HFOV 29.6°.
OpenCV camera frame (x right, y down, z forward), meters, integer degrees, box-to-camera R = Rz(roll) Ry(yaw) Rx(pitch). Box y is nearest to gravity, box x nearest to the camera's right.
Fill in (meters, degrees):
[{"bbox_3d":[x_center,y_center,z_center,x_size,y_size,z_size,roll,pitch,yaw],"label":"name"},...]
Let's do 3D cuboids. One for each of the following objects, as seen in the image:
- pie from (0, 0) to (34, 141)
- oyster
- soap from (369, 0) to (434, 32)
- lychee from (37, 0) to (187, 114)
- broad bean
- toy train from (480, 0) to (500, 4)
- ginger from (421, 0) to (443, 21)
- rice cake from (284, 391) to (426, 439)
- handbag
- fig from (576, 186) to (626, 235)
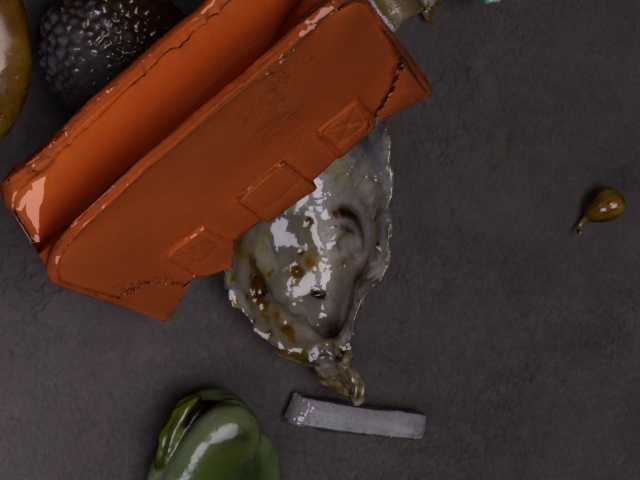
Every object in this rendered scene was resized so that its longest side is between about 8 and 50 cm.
[{"bbox_3d":[-0.412,-0.193,1.208,0.273,0.069,0.273,-5,102,-23],"label":"pie"},{"bbox_3d":[-0.025,0.012,1.458,0.204,0.111,0.396,2,101,-11],"label":"oyster"},{"bbox_3d":[0.027,-0.371,1.352,0.080,0.160,0.257,-30,119,15],"label":"soap"},{"bbox_3d":[-0.205,-0.189,1.267,0.165,0.165,0.197,-55,141,-8],"label":"lychee"},{"bbox_3d":[-0.130,0.284,1.449,0.169,0.100,0.228,-25,114,-15],"label":"broad bean"},{"bbox_3d":[0.195,-0.379,1.494,0.118,0.074,0.175,-30,103,-49],"label":"toy train"},{"bbox_3d":[0.145,-0.321,1.505,0.048,0.030,0.097,-12,104,-28],"label":"ginger"},{"bbox_3d":[0.047,0.229,1.568,0.207,0.036,0.047,10,83,-30],"label":"rice cake"},{"bbox_3d":[-0.097,-0.104,1.237,0.410,0.116,0.303,-40,157,6],"label":"handbag"},{"bbox_3d":[0.387,-0.039,1.691,0.083,0.050,0.050,-42,118,1],"label":"fig"}]
